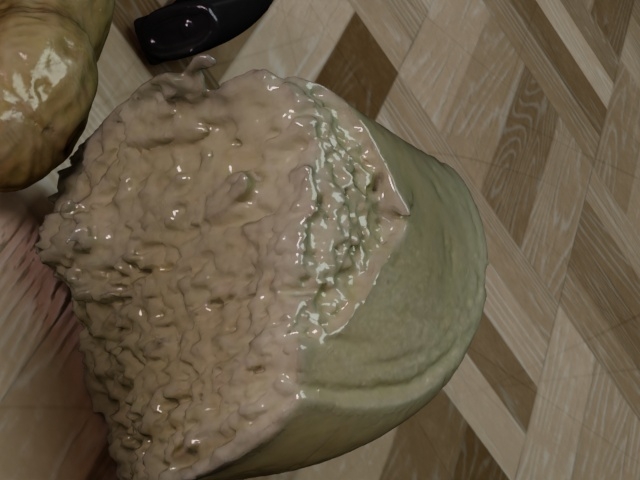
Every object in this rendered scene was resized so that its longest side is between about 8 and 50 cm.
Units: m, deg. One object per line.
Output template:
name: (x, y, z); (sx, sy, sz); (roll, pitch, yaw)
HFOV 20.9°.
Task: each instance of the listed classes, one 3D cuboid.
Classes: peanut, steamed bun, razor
peanut: (-0.205, -0.130, 1.243); (0.110, 0.120, 0.236); (20, 45, -1)
steamed bun: (-0.047, 0.056, 1.192); (0.273, 0.290, 0.272); (20, 71, -37)
razor: (-0.097, -0.197, 1.510); (0.054, 0.090, 0.148); (66, 27, -16)
